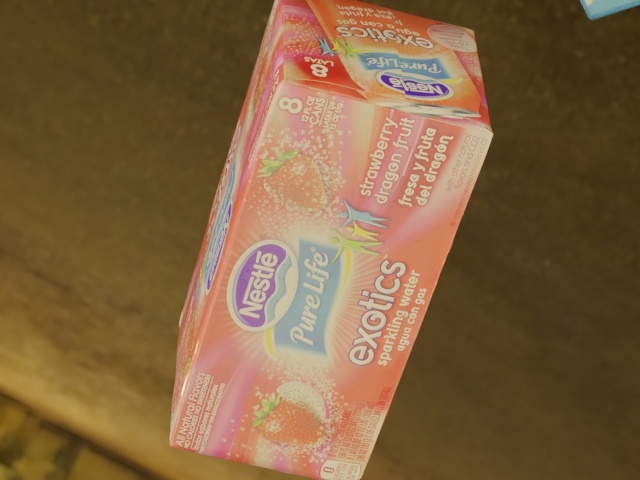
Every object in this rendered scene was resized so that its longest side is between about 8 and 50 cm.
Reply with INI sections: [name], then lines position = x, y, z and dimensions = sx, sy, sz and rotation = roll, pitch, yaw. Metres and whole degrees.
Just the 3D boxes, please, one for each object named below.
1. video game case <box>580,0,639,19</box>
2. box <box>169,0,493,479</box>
[video game case]
position = 0.162, -0.216, 1.033
dimensions = 0.119, 0.015, 0.166
rotation = -13, 110, 56
[box]
position = 0.000, 0.000, 1.213
dimensions = 0.142, 0.154, 0.300
rotation = 13, 122, -10
